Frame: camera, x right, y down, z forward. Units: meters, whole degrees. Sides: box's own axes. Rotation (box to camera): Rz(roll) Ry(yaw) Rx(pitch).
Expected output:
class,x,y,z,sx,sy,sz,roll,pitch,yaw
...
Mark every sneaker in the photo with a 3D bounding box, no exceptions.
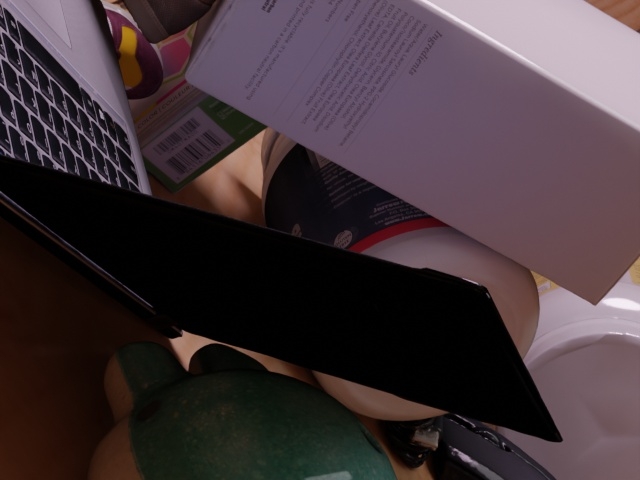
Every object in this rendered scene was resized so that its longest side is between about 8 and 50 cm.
class,x,y,z,sx,sy,sz,roll,pitch,yaw
sneaker,-0.136,-0.234,1.163,0.188,0.071,0.066,61,-4,-17
sneaker,-0.191,-0.152,1.218,0.185,0.069,0.084,39,29,-29

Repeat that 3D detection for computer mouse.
class,x,y,z,sx,sy,sz,roll,pitch,yaw
computer mouse,0.162,0.215,1.467,0.272,0.072,0.188,51,14,-11

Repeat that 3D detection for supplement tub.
class,x,y,z,sx,sy,sz,roll,pitch,yaw
supplement tub,0.057,-0.002,1.388,0.191,0.191,0.272,43,18,-38
supplement tub,0.277,0.130,1.686,0.241,0.241,0.331,51,15,-11

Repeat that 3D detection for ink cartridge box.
class,x,y,z,sx,sy,sz,roll,pitch,yaw
ink cartridge box,-0.114,-0.147,1.343,0.062,0.109,0.209,42,19,-41

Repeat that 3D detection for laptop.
class,x,y,z,sx,sy,sz,roll,pitch,yaw
laptop,-0.051,-0.073,0.943,0.382,0.236,0.408,53,20,-69

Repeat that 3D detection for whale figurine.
class,x,y,z,sx,sy,sz,roll,pitch,yaw
whale figurine,-0.027,0.128,0.930,0.216,0.141,0.272,51,12,-11

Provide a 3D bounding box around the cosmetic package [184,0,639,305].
class,x,y,z,sx,sy,sz,roll,pitch,yaw
cosmetic package,0.098,-0.131,1.262,0.365,0.155,0.197,30,29,-14

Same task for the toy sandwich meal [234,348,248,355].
class,x,y,z,sx,sy,sz,roll,pitch,yaw
toy sandwich meal,-0.049,0.112,1.117,0.085,0.029,0.085,49,15,-18
